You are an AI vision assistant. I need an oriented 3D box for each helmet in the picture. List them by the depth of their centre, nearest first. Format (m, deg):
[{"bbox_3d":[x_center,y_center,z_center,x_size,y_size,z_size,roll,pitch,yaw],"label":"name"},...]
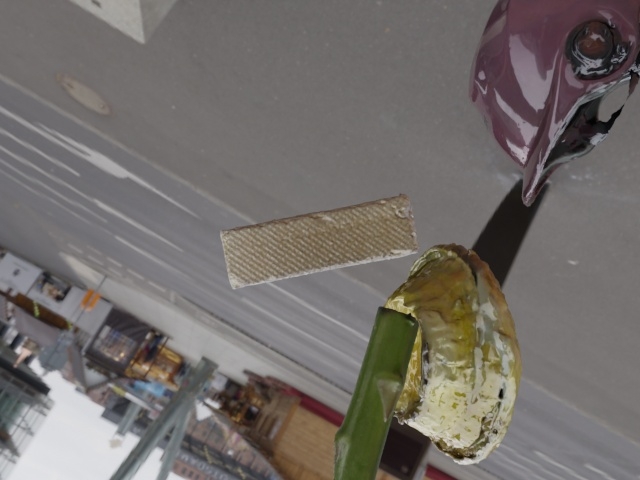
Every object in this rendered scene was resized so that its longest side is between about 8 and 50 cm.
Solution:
[{"bbox_3d":[0.292,-0.228,0.743,0.197,0.338,0.271,44,-174,17],"label":"helmet"}]

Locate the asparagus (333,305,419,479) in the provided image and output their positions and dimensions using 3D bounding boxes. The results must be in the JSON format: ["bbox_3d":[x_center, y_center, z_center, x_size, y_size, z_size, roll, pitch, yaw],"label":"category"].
[{"bbox_3d":[0.044,0.145,0.531,0.045,0.178,0.041,10,158,25],"label":"asparagus"}]

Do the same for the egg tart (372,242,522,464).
[{"bbox_3d":[0.174,0.175,0.982,0.132,0.345,0.345,0,171,-18],"label":"egg tart"}]

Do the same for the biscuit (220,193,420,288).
[{"bbox_3d":[0.000,0.000,1.367,0.426,0.144,0.078,-10,179,-4],"label":"biscuit"}]
